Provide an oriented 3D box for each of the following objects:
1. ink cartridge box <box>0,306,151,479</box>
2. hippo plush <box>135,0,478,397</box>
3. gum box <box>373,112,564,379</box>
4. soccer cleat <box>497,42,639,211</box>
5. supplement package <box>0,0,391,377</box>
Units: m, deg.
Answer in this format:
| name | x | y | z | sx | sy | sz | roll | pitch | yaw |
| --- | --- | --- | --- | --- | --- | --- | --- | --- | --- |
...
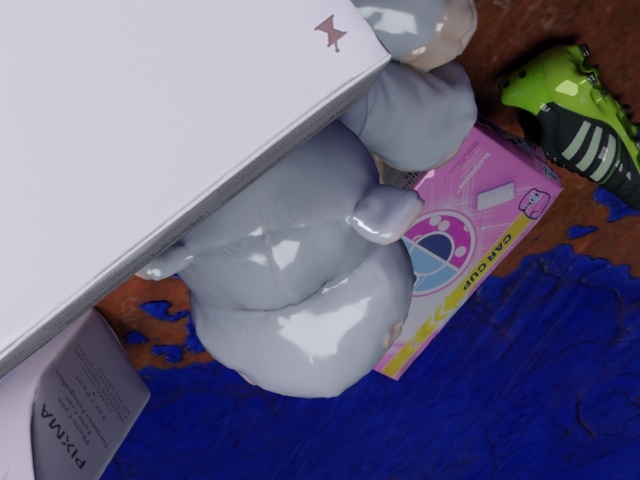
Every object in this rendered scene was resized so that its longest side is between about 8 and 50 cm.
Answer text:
| name | x | y | z | sx | sy | sz | roll | pitch | yaw |
| --- | --- | --- | --- | --- | --- | --- | --- | --- | --- |
| ink cartridge box | -0.301 | 0.208 | 0.975 | 0.308 | 0.385 | 0.091 | -29 | 99 | 16 |
| hippo plush | -0.001 | -0.056 | 0.797 | 0.234 | 0.236 | 0.294 | -17 | 132 | -3 |
| gum box | 0.064 | -0.008 | 0.996 | 0.107 | 0.062 | 0.188 | 29 | 106 | -40 |
| soccer cleat | 0.186 | -0.074 | 1.053 | 0.072 | 0.060 | 0.179 | -23 | 138 | 22 |
| supplement package | -0.138 | -0.068 | 0.608 | 0.262 | 0.204 | 0.145 | -38 | -178 | -3 |
